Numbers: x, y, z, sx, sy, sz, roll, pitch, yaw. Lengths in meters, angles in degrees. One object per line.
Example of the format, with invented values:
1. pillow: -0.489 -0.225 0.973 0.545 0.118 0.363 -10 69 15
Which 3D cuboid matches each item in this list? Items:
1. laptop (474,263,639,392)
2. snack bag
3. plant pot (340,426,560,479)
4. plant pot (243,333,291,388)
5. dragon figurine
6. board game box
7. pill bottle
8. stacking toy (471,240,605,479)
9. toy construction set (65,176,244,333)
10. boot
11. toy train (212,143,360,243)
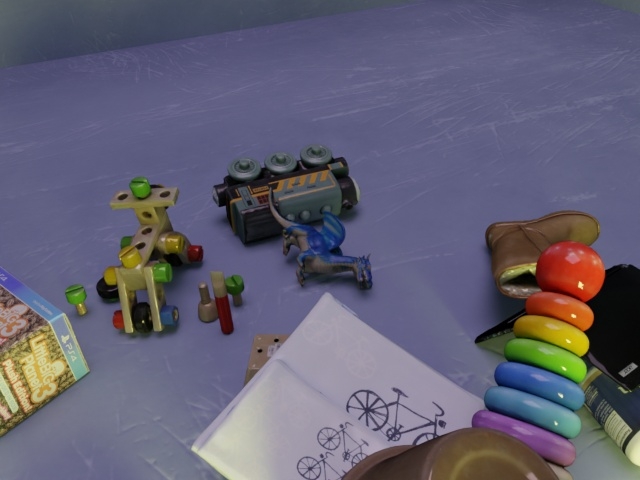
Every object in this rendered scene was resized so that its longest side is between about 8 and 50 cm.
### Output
1. laptop: 0.432 0.145 0.936 0.234 0.264 0.136 -23 79 -25
2. snack bag: 0.053 0.257 0.806 0.323 0.037 0.342 33 48 13
3. plant pot: 0.136 0.308 0.601 0.263 0.229 0.263 8 46 -8
4. plant pot: -0.069 0.208 0.919 0.109 0.096 0.109 0 36 5
5. dragon figurine: 0.000 0.000 1.179 0.144 0.085 0.289 -20 53 -17
6. board game box: -0.576 0.201 0.926 0.232 0.141 0.291 23 44 31
7. pill bottle: 0.453 0.255 0.819 0.094 0.094 0.169 -13 38 -13
8. stacking toy: 0.304 0.154 0.777 0.141 0.141 0.330 16 77 24
9. toy construction set: -0.289 0.023 1.067 0.309 0.237 0.257 18 41 25
10. boot: 0.430 0.027 1.078 0.236 0.089 0.269 -10 15 12
11. toy train: -0.073 -0.108 1.331 0.334 0.142 0.190 -14 50 -17
